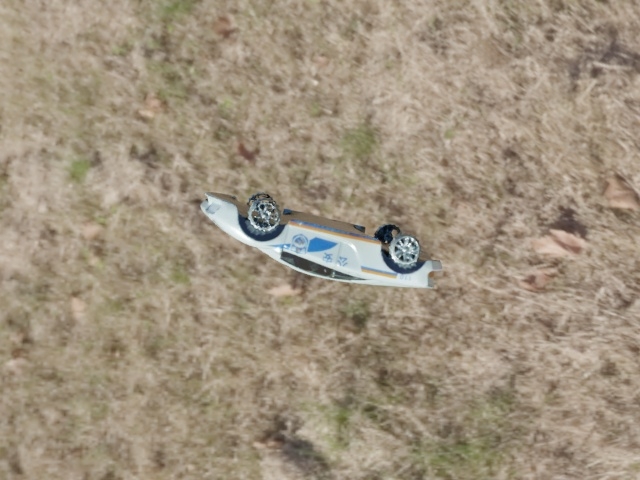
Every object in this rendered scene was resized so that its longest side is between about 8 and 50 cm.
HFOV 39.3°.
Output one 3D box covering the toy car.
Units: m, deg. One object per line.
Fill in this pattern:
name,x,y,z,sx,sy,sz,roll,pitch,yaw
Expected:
toy car,0.000,0.000,0.742,0.095,0.204,0.056,-128,51,-81
